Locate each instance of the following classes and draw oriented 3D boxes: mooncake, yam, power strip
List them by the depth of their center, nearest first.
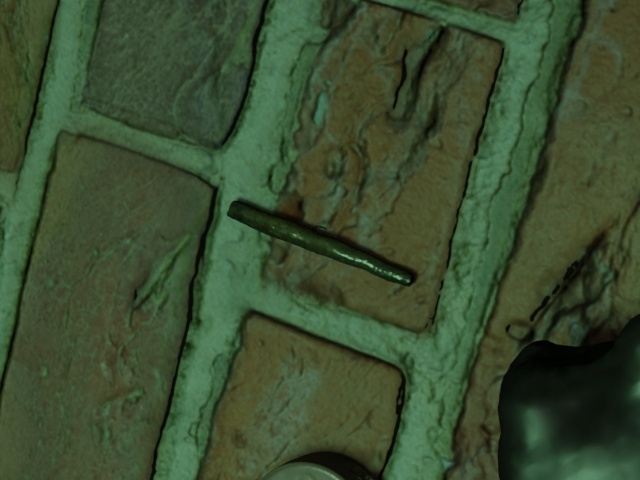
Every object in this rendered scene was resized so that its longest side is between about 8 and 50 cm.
[{"bbox_3d":[0.377,0.216,1.708,0.381,0.212,0.351,-12,71,26],"label":"mooncake"},{"bbox_3d":[-0.002,0.314,1.954,0.154,0.078,0.154,2,94,23],"label":"power strip"},{"bbox_3d":[0.000,0.001,1.958,0.234,0.027,0.029,21,75,18],"label":"yam"}]
